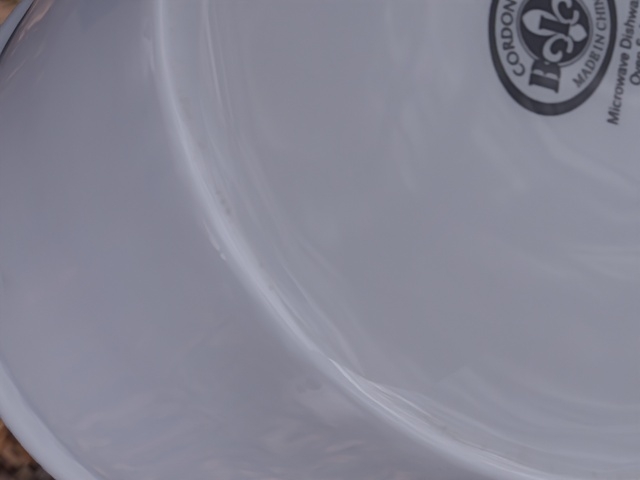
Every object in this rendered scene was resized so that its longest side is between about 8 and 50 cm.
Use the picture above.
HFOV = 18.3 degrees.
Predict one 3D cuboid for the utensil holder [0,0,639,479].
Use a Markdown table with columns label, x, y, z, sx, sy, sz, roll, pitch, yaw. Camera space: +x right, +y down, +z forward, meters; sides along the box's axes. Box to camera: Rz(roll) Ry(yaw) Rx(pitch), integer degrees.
| label | x | y | z | sx | sy | sz | roll | pitch | yaw |
| --- | --- | --- | --- | --- | --- | --- | --- | --- | --- |
| utensil holder | 0.030 | -0.038 | 0.811 | 0.328 | 0.385 | 0.327 | 3 | 79 | -17 |
